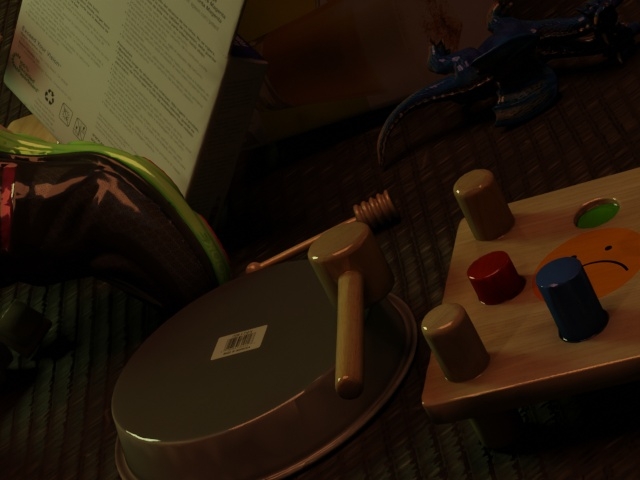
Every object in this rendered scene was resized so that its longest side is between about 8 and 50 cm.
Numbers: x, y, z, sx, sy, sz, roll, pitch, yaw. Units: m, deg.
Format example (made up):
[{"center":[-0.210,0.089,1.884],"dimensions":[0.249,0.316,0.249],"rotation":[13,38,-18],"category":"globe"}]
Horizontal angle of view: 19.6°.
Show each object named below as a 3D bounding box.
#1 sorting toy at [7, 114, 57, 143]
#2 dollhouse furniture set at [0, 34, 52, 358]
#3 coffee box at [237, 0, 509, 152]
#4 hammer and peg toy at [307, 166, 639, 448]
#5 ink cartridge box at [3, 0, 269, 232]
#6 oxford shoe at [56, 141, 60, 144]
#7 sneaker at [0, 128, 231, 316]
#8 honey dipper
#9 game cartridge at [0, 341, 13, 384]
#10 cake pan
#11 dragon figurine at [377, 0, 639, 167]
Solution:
[{"center":[-0.336,-0.120,2.301],"dimensions":[0.132,0.046,0.274],"rotation":[-16,29,21],"category":"sorting toy"},{"center":[-0.374,-0.065,2.007],"dimensions":[0.303,0.355,0.174],"rotation":[-55,-7,-22],"category":"dollhouse furniture set"},{"center":[0.001,-0.354,2.046],"dimensions":[0.334,0.338,0.338],"rotation":[-17,27,5],"category":"coffee box"},{"center":[0.163,0.048,1.446],"dimensions":[0.361,0.127,0.266],"rotation":[-16,30,22],"category":"hammer and peg toy"},{"center":[-0.185,-0.205,1.886],"dimensions":[0.071,0.330,0.324],"rotation":[-14,49,-40],"category":"ink cartridge box"},{"center":[-0.175,-0.165,2.176],"dimensions":[0.146,0.140,0.397],"rotation":[5,40,15],"category":"oxford shoe"},{"center":[-0.313,-0.009,1.799],"dimensions":[0.482,0.185,0.202],"rotation":[19,59,12],"category":"sneaker"},{"center":[0.000,0.000,1.797],"dimensions":[0.160,0.030,0.030],"rotation":[-27,26,8],"category":"honey dipper"},{"center":[-0.454,0.202,1.827],"dimensions":[0.196,0.060,0.294],"rotation":[-9,31,40],"category":"game cartridge"},{"center":[-0.059,0.112,1.618],"dimensions":[0.293,0.054,0.293],"rotation":[-22,26,11],"category":"cake pan"},{"center":[0.183,-0.171,1.865],"dimensions":[0.289,0.085,0.144],"rotation":[-33,26,-14],"category":"dragon figurine"}]
